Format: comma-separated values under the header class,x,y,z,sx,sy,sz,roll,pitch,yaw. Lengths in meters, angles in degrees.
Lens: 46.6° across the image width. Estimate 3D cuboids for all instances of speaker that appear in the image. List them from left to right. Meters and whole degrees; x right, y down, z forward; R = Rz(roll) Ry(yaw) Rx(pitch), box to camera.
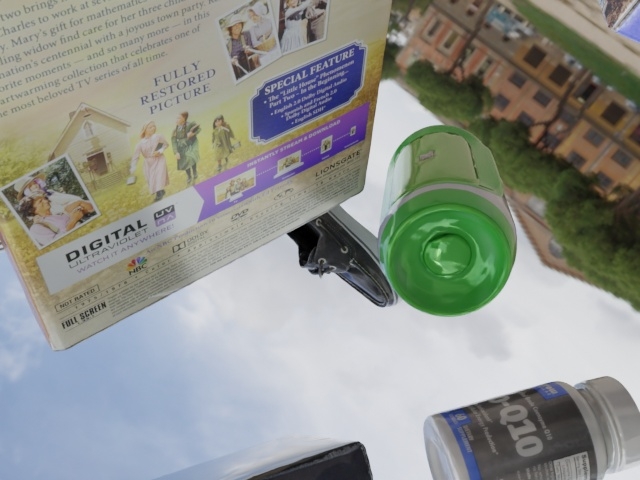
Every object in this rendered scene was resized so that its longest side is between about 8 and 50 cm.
class,x,y,z,sx,sy,sz,roll,pitch,yaw
speaker,0.127,-0.035,0.769,0.131,0.131,0.296,33,-158,-6

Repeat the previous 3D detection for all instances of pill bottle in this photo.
class,x,y,z,sx,sy,sz,roll,pitch,yaw
pill bottle,0.148,0.143,0.519,0.137,0.078,0.078,-14,-143,-8

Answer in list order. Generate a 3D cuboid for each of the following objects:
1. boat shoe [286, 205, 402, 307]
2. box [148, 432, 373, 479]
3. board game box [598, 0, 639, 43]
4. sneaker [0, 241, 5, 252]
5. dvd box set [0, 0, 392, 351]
class,x,y,z,sx,sy,sz,roll,pitch,yaw
boat shoe,0.000,0.000,0.811,0.228,0.080,0.076,49,-118,-12
box,-0.039,0.330,0.620,0.183,0.296,0.294,-13,-101,-15
board game box,0.296,-0.187,0.425,0.291,0.141,0.232,16,-134,-18
sneaker,-0.291,-0.035,0.707,0.234,0.106,0.078,-21,-103,-30
dvd box set,-0.085,-0.125,0.472,0.308,0.420,0.062,-30,-121,-23
